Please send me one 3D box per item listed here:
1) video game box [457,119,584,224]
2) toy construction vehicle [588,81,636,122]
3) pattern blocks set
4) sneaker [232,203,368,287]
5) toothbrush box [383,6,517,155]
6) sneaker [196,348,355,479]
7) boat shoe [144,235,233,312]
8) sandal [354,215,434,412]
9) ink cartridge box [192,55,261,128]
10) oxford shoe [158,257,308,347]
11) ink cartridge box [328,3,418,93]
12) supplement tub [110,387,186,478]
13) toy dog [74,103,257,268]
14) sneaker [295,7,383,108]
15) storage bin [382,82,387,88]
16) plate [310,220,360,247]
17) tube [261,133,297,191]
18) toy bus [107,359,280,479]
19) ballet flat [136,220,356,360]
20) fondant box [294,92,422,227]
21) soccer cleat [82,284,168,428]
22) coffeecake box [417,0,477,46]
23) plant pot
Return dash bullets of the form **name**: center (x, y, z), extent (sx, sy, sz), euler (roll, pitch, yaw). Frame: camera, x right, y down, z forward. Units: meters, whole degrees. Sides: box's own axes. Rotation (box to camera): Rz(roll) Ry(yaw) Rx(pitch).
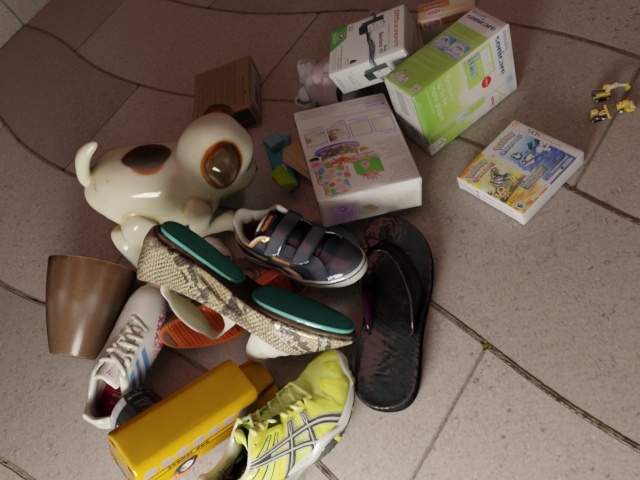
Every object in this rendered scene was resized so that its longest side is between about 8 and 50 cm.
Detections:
- **video game box**: center (0.443, -0.158, 1.346), extent (0.205, 0.048, 0.187), euler (-44, 49, -9)
- **toy construction vehicle**: center (0.655, -0.317, 1.366), extent (0.098, 0.035, 0.086), euler (-9, 55, 18)
- **pattern blocks set**: center (0.005, -0.215, 1.559), extent (0.285, 0.026, 0.325), euler (-26, 51, -12)
- **sneaker**: center (-0.058, 0.008, 1.277), extent (0.321, 0.127, 0.126), euler (11, 55, 31)
- **toothbrush box**: center (0.317, -0.378, 1.448), extent (0.283, 0.206, 0.122), euler (-39, 51, -6)
- **sneaker**: center (-0.072, 0.361, 1.138), extent (0.145, 0.147, 0.385), euler (12, 60, 51)
- **boat shoe**: center (-0.331, 0.106, 1.474), extent (0.277, 0.098, 0.096), euler (-45, 51, -11)
- **sandal**: center (0.146, 0.122, 1.246), extent (0.167, 0.107, 0.446), euler (-8, 56, 19)
- **ink cartridge box**: center (-0.282, -0.427, 1.823), extent (0.193, 0.088, 0.235), euler (-15, 53, 12)
- **oxford shoe**: center (-0.206, 0.130, 1.398), extent (0.363, 0.130, 0.133), euler (-25, 44, -5)
- **ink cartridge box**: center (0.132, -0.475, 1.503), extent (0.208, 0.087, 0.153), euler (-11, 62, 28)
- **supplement tub**: center (-0.344, 0.404, 1.265), extent (0.190, 0.117, 0.117), euler (29, 73, 35)
- **toy dog**: center (-0.348, -0.172, 1.500), extent (0.408, 0.395, 0.284), euler (-23, 40, 17)
- **sneaker**: center (0.059, -0.506, 1.693), extent (0.210, 0.137, 0.366), euler (7, 64, 24)
- **storage bin**: center (0.207, -0.447, 1.601), extent (0.098, 0.135, 0.091), euler (-19, 41, 12)
- **plate**: center (0.000, 0.000, 1.394), extent (0.188, 0.024, 0.188), euler (1, 37, -1)
- **tube**: center (-0.106, -0.219, 1.630), extent (0.080, 0.052, 0.207), euler (-8, 49, -9)
- **toy bus**: center (-0.232, 0.339, 1.165), extent (0.332, 0.130, 0.108), euler (-28, 59, -34)
- **ballet flat**: center (-0.168, 0.138, 1.250), extent (0.483, 0.164, 0.182), euler (28, 105, 6)
- **fondant box**: center (0.083, -0.202, 1.456), extent (0.238, 0.096, 0.330), euler (-13, 49, -2)
- **soccer cleat**: center (-0.430, 0.256, 1.344), extent (0.116, 0.143, 0.331), euler (13, 78, 8)
- **coffeecake box**: center (0.339, -0.526, 1.552), extent (0.142, 0.185, 0.068), euler (-7, 55, 19)
- **plant pot**: center (-0.585, 0.173, 1.495), extent (0.215, 0.215, 0.230), euler (1, 74, 24)
